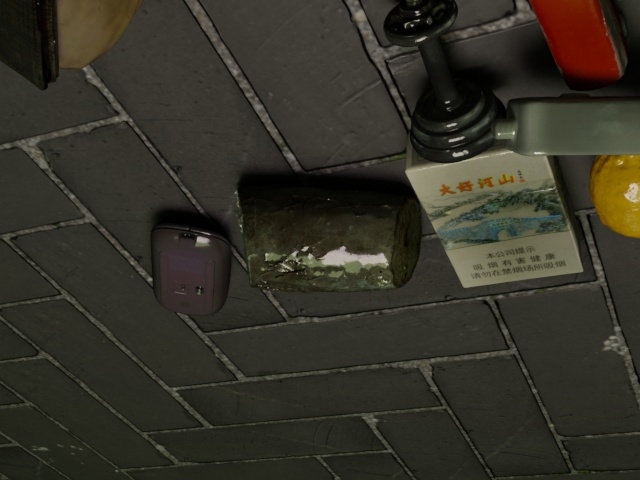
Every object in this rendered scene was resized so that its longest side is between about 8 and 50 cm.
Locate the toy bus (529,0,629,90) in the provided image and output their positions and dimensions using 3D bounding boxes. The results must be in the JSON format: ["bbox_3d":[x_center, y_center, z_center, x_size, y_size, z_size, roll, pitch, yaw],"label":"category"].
[{"bbox_3d":[0.253,-0.220,0.892,0.079,0.077,0.174,-13,139,26],"label":"toy bus"}]

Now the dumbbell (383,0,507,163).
[{"bbox_3d":[0.121,-0.185,0.949,0.110,0.110,0.255,-9,135,21],"label":"dumbbell"}]

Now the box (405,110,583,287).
[{"bbox_3d":[0.225,-0.045,1.139,0.164,0.069,0.256,-10,140,22],"label":"box"}]

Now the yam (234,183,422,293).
[{"bbox_3d":[0.000,0.000,1.182,0.254,0.154,0.154,4,144,10],"label":"yam"}]

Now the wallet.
[{"bbox_3d":[-0.377,-0.280,0.854,0.317,0.044,0.169,33,147,8],"label":"wallet"}]

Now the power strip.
[{"bbox_3d":[0.365,-0.121,0.936,0.385,0.091,0.062,-1,102,-5],"label":"power strip"}]

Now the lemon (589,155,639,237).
[{"bbox_3d":[0.368,-0.069,1.045,0.114,0.114,0.155,-5,139,17],"label":"lemon"}]

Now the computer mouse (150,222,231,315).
[{"bbox_3d":[-0.193,0.040,1.341,0.120,0.057,0.232,9,146,-1],"label":"computer mouse"}]

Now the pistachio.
[{"bbox_3d":[-0.239,-0.257,0.894,0.131,0.130,0.206,36,145,-10],"label":"pistachio"}]
